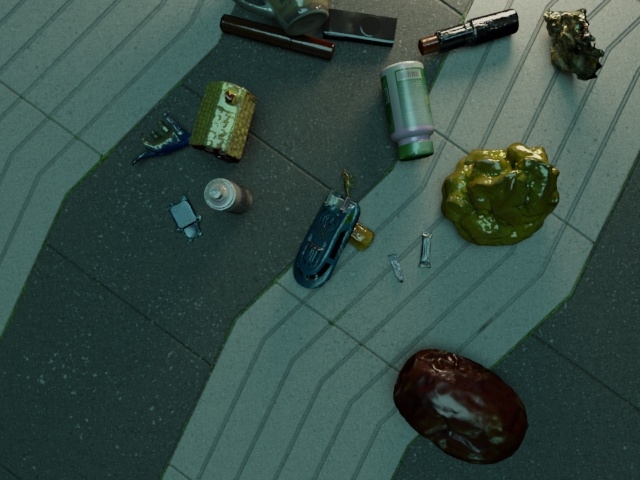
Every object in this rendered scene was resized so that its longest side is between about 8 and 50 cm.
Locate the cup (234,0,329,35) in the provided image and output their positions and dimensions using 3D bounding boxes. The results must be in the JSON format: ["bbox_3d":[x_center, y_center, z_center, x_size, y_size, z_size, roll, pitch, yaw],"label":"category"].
[{"bbox_3d":[-0.119,-0.730,1.542,0.301,0.227,0.257,-19,86,-8],"label":"cup"}]

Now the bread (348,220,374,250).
[{"bbox_3d":[0.112,-0.020,1.636,0.106,0.053,0.072,39,89,7],"label":"bread"}]

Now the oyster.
[{"bbox_3d":[0.719,-0.570,1.529,0.092,0.198,0.259,-13,68,6],"label":"oyster"}]

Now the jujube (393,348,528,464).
[{"bbox_3d":[0.399,0.470,1.524,0.377,0.276,0.276,24,91,4],"label":"jujube"}]

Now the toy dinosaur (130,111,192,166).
[{"bbox_3d":[-0.452,-0.280,1.660,0.188,0.075,0.247,42,87,-8],"label":"toy dinosaur"}]

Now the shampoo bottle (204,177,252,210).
[{"bbox_3d":[-0.264,-0.124,1.528,0.092,0.303,0.092,0,92,3],"label":"shampoo bottle"}]

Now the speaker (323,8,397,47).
[{"bbox_3d":[0.120,-0.646,1.635,0.218,0.044,0.082,9,91,3],"label":"speaker"}]

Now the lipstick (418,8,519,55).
[{"bbox_3d":[0.440,-0.617,1.600,0.300,0.081,0.081,-15,90,1],"label":"lipstick"}]

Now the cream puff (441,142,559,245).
[{"bbox_3d":[0.515,-0.133,1.518,0.324,0.257,0.291,-2,86,3],"label":"cream puff"}]

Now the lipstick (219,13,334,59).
[{"bbox_3d":[-0.133,-0.624,1.643,0.357,0.057,0.057,15,91,3],"label":"lipstick"}]

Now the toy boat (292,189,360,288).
[{"bbox_3d":[0.000,0.000,1.598,0.134,0.092,0.299,27,92,26],"label":"toy boat"}]

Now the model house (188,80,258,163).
[{"bbox_3d":[-0.279,-0.339,1.540,0.160,0.254,0.196,17,90,-9],"label":"model house"}]

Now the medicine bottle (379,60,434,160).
[{"bbox_3d":[0.261,-0.376,1.586,0.133,0.133,0.274,-9,89,3],"label":"medicine bottle"}]

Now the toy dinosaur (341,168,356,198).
[{"bbox_3d":[0.091,-0.168,1.647,0.041,0.026,0.113,-15,80,10],"label":"toy dinosaur"}]

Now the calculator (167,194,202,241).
[{"bbox_3d":[-0.421,-0.067,1.679,0.094,0.019,0.141,-28,90,3],"label":"calculator"}]

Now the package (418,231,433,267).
[{"bbox_3d":[0.324,0.028,1.642,0.037,0.015,0.110,5,92,2],"label":"package"}]

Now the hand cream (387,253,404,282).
[{"bbox_3d":[0.235,0.086,1.650,0.030,0.019,0.093,-19,83,5],"label":"hand cream"}]
